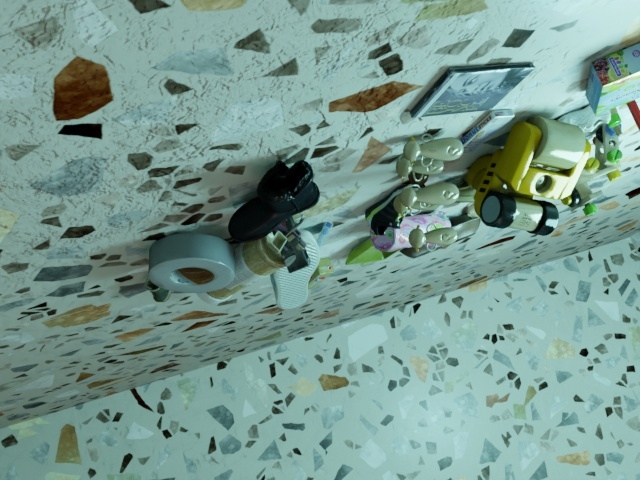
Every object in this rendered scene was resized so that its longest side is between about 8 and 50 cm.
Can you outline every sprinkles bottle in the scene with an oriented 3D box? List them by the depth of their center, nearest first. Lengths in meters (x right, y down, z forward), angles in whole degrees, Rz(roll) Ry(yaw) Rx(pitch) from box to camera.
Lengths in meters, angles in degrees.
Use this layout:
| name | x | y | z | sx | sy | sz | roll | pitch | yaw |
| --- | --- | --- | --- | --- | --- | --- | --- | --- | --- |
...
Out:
| name | x | y | z | sx | sy | sz | roll | pitch | yaw |
| --- | --- | --- | --- | --- | --- | --- | --- | --- | --- |
| sprinkles bottle | -0.219 | 0.072 | 1.894 | 0.121 | 0.121 | 0.355 | -3 | 162 | -42 |

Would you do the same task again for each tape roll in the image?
| name | x | y | z | sx | sy | sz | roll | pitch | yaw |
| --- | --- | --- | --- | --- | --- | --- | --- | --- | --- |
| tape roll | -0.331 | 0.062 | 1.757 | 0.219 | 0.072 | 0.219 | -3 | 153 | -1 |

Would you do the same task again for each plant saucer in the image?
| name | x | y | z | sx | sy | sz | roll | pitch | yaw |
| --- | --- | --- | --- | --- | --- | --- | --- | --- | --- |
| plant saucer | 0.199 | 0.022 | 2.359 | 0.188 | 0.045 | 0.188 | -6 | 160 | -36 |
| plant saucer | 0.436 | -0.001 | 2.446 | 0.310 | 0.050 | 0.310 | -21 | 175 | -2 |

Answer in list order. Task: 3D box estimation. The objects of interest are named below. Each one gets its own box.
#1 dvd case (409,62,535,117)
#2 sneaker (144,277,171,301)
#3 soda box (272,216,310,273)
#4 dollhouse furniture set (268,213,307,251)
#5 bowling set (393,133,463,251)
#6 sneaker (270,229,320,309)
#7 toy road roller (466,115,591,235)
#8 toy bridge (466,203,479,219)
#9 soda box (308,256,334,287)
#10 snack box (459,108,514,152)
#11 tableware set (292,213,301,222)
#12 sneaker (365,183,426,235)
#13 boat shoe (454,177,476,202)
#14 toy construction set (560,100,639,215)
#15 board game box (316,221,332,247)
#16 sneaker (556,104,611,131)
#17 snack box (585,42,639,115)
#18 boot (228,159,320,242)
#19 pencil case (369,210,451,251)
| name | x | y | z | sx | sy | sz | roll | pitch | yaw |
| --- | --- | --- | --- | --- | --- | --- | --- | --- | --- |
| dvd case | 0.317 | -0.313 | 1.429 | 0.221 | 0.018 | 0.164 | -10 | 162 | -27 |
| sneaker | -0.466 | 0.126 | 1.957 | 0.086 | 0.064 | 0.192 | 2 | 155 | -33 |
| soda box | -0.083 | -0.007 | 1.727 | 0.060 | 0.169 | 0.053 | -21 | -169 | 6 |
| dollhouse furniture set | -0.063 | -0.008 | 1.630 | 0.081 | 0.091 | 0.114 | -39 | -168 | 29 |
| bowling set | 0.235 | -0.126 | 1.692 | 0.154 | 0.287 | 0.200 | -5 | -166 | -21 |
| sneaker | -0.097 | 0.059 | 2.011 | 0.135 | 0.150 | 0.366 | -9 | 147 | -19 |
| toy road roller | 0.524 | -0.185 | 1.810 | 0.202 | 0.240 | 0.329 | 8 | 117 | -26 |
| toy bridge | 0.530 | -0.108 | 2.327 | 0.063 | 0.026 | 0.188 | -15 | 164 | -7 |
| soda box | -0.023 | 0.121 | 2.422 | 0.061 | 0.058 | 0.181 | -9 | 161 | -30 |
| snack box | 0.393 | -0.263 | 1.668 | 0.064 | 0.022 | 0.178 | -10 | 162 | -29 |
| tableware set | -0.123 | -0.046 | 1.824 | 0.141 | 0.020 | 0.168 | -13 | 166 | -10 |
| sneaker | 0.224 | -0.082 | 1.946 | 0.084 | 0.097 | 0.235 | -5 | 159 | -40 |
| boat shoe | 0.480 | -0.164 | 2.013 | 0.285 | 0.089 | 0.104 | -10 | -172 | -19 |
| toy construction set | 0.769 | -0.209 | 1.873 | 0.257 | 0.237 | 0.309 | -7 | 160 | -34 |
| board game box | 0.000 | 0.000 | 2.009 | 0.020 | 0.090 | 0.090 | 29 | 158 | 0 |
| sneaker | 0.674 | -0.307 | 1.765 | 0.152 | 0.061 | 0.054 | -23 | 165 | 20 |
| snack box | 0.720 | -0.382 | 1.549 | 0.207 | 0.070 | 0.174 | -20 | 164 | 11 |
| boot | -0.119 | -0.090 | 1.543 | 0.246 | 0.094 | 0.207 | -26 | 167 | 2 |
| pencil case | 0.290 | -0.033 | 2.162 | 0.284 | 0.124 | 0.124 | -6 | 160 | -38 |
